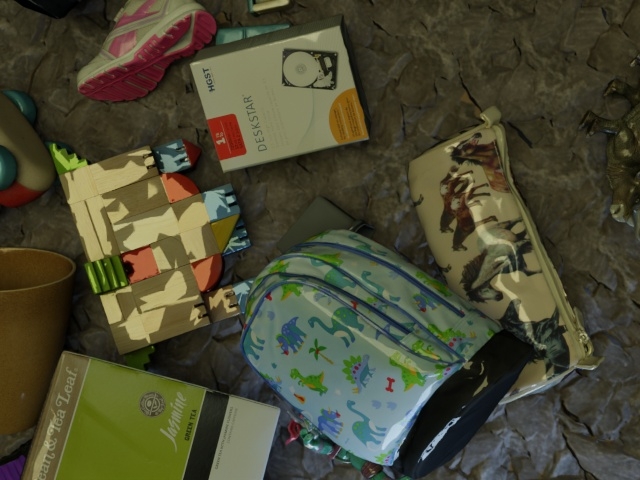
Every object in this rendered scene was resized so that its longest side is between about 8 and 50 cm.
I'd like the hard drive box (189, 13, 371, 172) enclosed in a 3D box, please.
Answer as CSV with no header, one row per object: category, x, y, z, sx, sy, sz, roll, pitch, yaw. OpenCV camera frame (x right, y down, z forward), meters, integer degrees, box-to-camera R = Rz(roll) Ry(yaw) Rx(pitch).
hard drive box,-0.056,-0.221,1.777,0.232,0.089,0.181,-13,111,10

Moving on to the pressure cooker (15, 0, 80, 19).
pressure cooker,-0.430,-0.579,1.717,0.370,0.375,0.420,27,92,-33

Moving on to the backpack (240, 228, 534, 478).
backpack,0.063,0.145,1.642,0.355,0.273,0.290,50,135,21

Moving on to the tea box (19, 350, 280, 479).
tea box,-0.266,0.365,1.684,0.324,0.220,0.329,18,73,-10

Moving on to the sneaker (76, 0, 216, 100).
sneaker,-0.281,-0.312,1.845,0.252,0.103,0.111,-31,62,16

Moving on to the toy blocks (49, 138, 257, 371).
toy blocks,-0.225,-0.003,1.808,0.261,0.191,0.381,-19,88,-3

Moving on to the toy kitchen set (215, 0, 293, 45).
toy kitchen set,-0.115,-0.381,1.777,0.122,0.166,0.207,-4,89,9

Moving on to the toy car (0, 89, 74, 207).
toy car,-0.549,-0.103,1.832,0.238,0.219,0.210,-41,84,17

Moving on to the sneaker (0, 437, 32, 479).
sneaker,-0.484,0.387,1.878,0.293,0.102,0.146,-4,58,25

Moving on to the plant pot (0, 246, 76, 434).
plant pot,-0.499,0.162,1.825,0.237,0.237,0.254,5,105,9

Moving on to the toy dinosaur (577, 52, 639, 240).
toy dinosaur,0.485,-0.172,1.722,0.160,0.121,0.313,34,91,-4

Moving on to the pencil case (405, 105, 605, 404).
pencil case,0.262,0.022,1.716,0.183,0.160,0.410,-23,86,29

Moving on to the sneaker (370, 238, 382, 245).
sneaker,0.088,0.054,1.812,0.042,0.067,0.118,-11,118,7

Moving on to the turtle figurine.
turtle figurine,0.046,0.286,1.781,0.234,0.118,0.175,38,55,12

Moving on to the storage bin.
storage bin,0.000,0.000,1.800,0.091,0.098,0.135,42,96,17
